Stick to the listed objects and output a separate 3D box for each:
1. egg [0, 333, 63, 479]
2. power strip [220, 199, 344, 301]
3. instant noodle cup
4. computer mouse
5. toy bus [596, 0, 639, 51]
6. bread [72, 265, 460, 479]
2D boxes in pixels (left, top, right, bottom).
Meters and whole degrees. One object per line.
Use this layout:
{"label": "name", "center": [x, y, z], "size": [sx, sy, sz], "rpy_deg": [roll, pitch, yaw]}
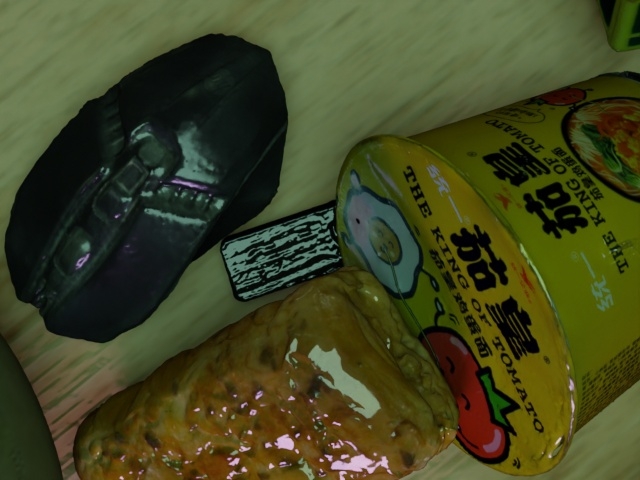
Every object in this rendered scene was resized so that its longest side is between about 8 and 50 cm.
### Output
{"label": "egg", "center": [-0.241, 0.117, 0.728], "size": [0.218, 0.218, 0.295], "rpy_deg": [-12, 90, 0]}
{"label": "power strip", "center": [0.000, 0.000, 0.815], "size": [0.111, 0.029, 0.038], "rpy_deg": [-20, 97, 1]}
{"label": "instant noodle cup", "center": [0.116, 0.005, 0.743], "size": [0.144, 0.182, 0.182], "rpy_deg": [-27, 98, -26]}
{"label": "computer mouse", "center": [-0.093, -0.030, 0.783], "size": [0.106, 0.062, 0.192], "rpy_deg": [44, 94, 9]}
{"label": "toy bus", "center": [0.264, -0.189, 0.740], "size": [0.262, 0.150, 0.128], "rpy_deg": [-9, 68, -1]}
{"label": "bread", "center": [-0.035, 0.099, 0.760], "size": [0.211, 0.083, 0.114], "rpy_deg": [-34, 94, 36]}
